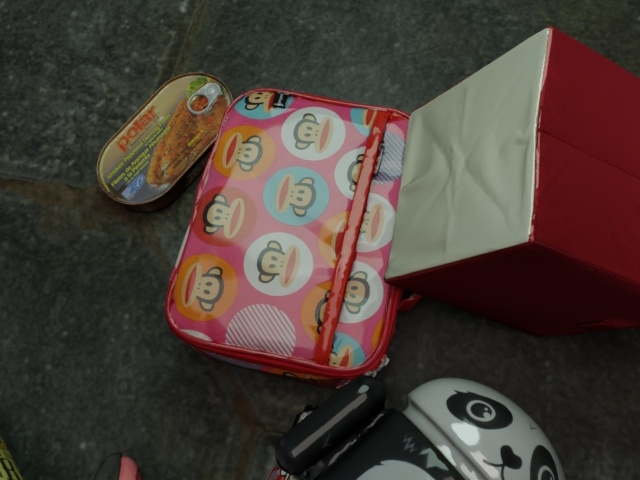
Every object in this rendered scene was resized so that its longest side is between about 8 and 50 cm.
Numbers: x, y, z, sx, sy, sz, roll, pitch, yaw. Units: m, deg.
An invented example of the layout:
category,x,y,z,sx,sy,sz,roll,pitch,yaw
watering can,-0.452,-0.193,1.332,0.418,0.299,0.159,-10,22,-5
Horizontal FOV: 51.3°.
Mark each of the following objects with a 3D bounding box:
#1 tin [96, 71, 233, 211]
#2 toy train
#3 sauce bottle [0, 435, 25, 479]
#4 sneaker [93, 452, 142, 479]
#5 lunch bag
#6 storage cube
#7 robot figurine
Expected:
category,x,y,z,sx,sy,sz,roll,pitch,yaw
tin,-0.179,-0.117,0.789,0.106,0.040,0.190,39,79,14
toy train,-0.034,0.235,0.646,0.036,0.027,0.158,17,73,17
sauce bottle,-0.343,0.234,0.625,0.111,0.111,0.344,-44,59,-8
sneaker,-0.129,0.342,0.596,0.136,0.116,0.314,-10,67,-18
lunch bag,0.000,0.000,0.684,0.258,0.120,0.293,12,71,7
storage cube,0.193,-0.032,0.586,0.193,0.215,0.184,20,70,-24
robot figurine,0.073,0.241,0.548,0.278,0.209,0.173,-41,30,-7
